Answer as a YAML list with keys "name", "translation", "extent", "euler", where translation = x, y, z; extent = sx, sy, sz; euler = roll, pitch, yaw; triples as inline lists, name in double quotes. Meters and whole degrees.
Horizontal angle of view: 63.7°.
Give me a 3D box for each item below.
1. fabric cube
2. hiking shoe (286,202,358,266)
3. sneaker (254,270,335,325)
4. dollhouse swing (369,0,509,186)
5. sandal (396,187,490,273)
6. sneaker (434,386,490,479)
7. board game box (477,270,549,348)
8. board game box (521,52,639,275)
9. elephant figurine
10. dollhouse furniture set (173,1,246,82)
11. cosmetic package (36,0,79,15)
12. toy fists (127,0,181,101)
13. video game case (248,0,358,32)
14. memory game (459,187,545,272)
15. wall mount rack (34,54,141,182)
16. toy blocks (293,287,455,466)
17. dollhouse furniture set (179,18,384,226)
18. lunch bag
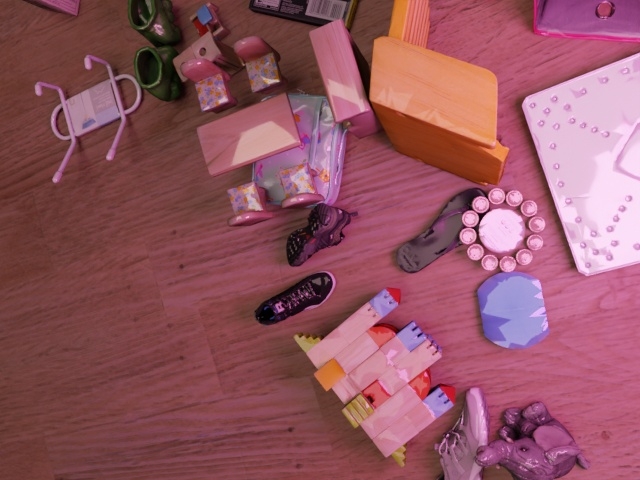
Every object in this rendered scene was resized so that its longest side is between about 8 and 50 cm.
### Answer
- name: "fabric cube"
  translation: [0.541, -0.528, 0.920]
  extent: [0.254, 0.259, 0.257]
  euler: [13, 96, 20]
- name: "hiking shoe"
  translation: [0.000, 0.000, 1.251]
  extent: [0.227, 0.114, 0.086]
  euler: [-46, 46, 45]
- name: "sneaker"
  translation: [-0.067, 0.153, 1.272]
  extent: [0.217, 0.121, 0.079]
  euler: [-33, 83, 20]
- name: "dollhouse swing"
  translation: [0.263, -0.321, 1.003]
  extent: [0.315, 0.347, 0.304]
  euler: [25, 91, 17]
- name: "sandal"
  translation: [0.280, -0.013, 1.163]
  extent: [0.254, 0.054, 0.097]
  euler: [-46, 78, 18]
- name: "sneaker"
  translation: [0.313, 0.464, 1.158]
  extent: [0.116, 0.105, 0.280]
  euler: [8, 97, 20]
- name: "board game box"
  translation: [0.423, 0.152, 1.134]
  extent: [0.133, 0.033, 0.168]
  euler: [-11, 84, 26]
- name: "board game box"
  translation: [0.653, -0.168, 1.012]
  extent: [0.390, 0.050, 0.389]
  euler: [-19, 88, 21]
- name: "elephant figurine"
  translation: [0.432, 0.443, 1.039]
  extent: [0.186, 0.239, 0.169]
  euler: [-21, 86, 21]
- name: "dollhouse furniture set"
  translation: [-0.307, -0.502, 1.312]
  extent: [0.129, 0.129, 0.183]
  euler: [-28, 85, 20]
- name: "cosmetic package"
  translation: [-0.763, -0.814, 1.454]
  extent: [0.129, 0.153, 0.295]
  euler: [18, 99, 18]
- name: "toy fists"
  translation: [-0.421, -0.509, 1.353]
  extent: [0.096, 0.142, 0.278]
  euler: [-7, 92, 7]
- name: "video game case"
  translation: [-0.021, -0.656, 1.243]
  extent: [0.275, 0.035, 0.248]
  euler: [21, 101, 19]
- name: "memory game"
  translation: [0.393, -0.021, 1.114]
  extent: [0.187, 0.012, 0.186]
  euler: [0, 94, 2]
- name: "wall mount rack"
  translation: [-0.670, -0.337, 1.463]
  extent: [0.351, 0.130, 0.303]
  euler: [-16, 88, 22]
- name: "toy blocks"
  translation: [0.162, 0.288, 1.183]
  extent: [0.261, 0.191, 0.381]
  euler: [-40, 79, 7]
- name: "dollhouse furniture set"
  translation: [-0.086, -0.253, 1.064]
  extent: [0.395, 0.256, 0.361]
  euler: [-17, 88, 15]
- name: "lunch bag"
  translation: [-0.047, -0.219, 1.245]
  extent: [0.224, 0.108, 0.278]
  euler: [8, 97, 20]
